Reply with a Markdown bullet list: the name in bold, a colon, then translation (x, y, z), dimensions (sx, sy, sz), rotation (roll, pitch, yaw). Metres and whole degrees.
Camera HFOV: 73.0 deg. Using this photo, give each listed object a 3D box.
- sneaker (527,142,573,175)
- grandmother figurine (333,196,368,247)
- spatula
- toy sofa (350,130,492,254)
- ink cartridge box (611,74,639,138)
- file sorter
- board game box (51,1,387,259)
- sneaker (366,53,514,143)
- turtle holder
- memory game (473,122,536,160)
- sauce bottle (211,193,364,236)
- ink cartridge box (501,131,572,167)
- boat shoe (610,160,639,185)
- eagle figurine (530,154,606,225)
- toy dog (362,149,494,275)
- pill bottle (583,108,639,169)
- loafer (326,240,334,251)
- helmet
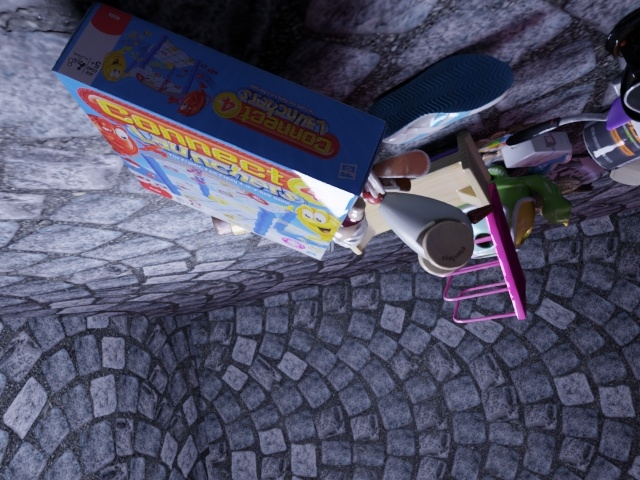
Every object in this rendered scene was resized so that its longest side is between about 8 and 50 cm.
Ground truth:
- **sneaker**: translation (0.592, -0.222, 1.145), dimensions (0.073, 0.063, 0.162), rotation (11, 168, -1)
- **grandmother figurine**: translation (0.002, -0.088, 0.771), dimensions (0.104, 0.208, 0.342), rotation (-38, 144, 1)
- **spatula**: translation (0.493, -0.233, 0.841), dimensions (0.030, 0.084, 0.296), rotation (35, 159, -27)
- **toy sofa**: translation (0.199, -0.120, 1.018), dimensions (0.362, 0.177, 0.150), rotation (-19, 135, 30)
- **ink cartridge box**: translation (0.676, -0.249, 0.770), dimensions (0.206, 0.208, 0.045), rotation (-24, -159, 42)
- **file sorter**: translation (0.389, 0.036, 1.100), dimensions (0.182, 0.291, 0.202), rotation (-16, -166, 29)
- **board game box**: translation (-0.106, -0.099, 0.545), dimensions (0.308, 0.086, 0.302), rotation (22, 165, -1)
- **sneaker**: translation (0.186, -0.218, 0.682), dimensions (0.228, 0.087, 0.092), rotation (-12, 177, 37)
- **turtle holder**: translation (0.520, -0.076, 1.252), dimensions (0.320, 0.227, 0.243), rotation (-9, 169, 11)
- **memory game**: translation (0.426, -0.227, 1.024), dimensions (0.186, 0.012, 0.186), rotation (-12, 168, -3)
- **sauce bottle**: translation (-0.061, -0.093, 0.928), dimensions (0.344, 0.111, 0.111), rotation (-13, 168, -3)
- **ink cartridge box**: translation (0.504, -0.212, 1.014), dimensions (0.122, 0.052, 0.088), rotation (-6, 167, -23)
- **boat shoe**: translation (0.912, -0.249, 1.213), dimensions (0.116, 0.097, 0.324), rotation (27, 180, 24)
- **eagle figurine**: translation (0.728, -0.144, 1.389), dimensions (0.298, 0.225, 0.226), rotation (-50, -156, 7)
- **toy dog**: translation (0.181, -0.085, 0.793), dimensions (0.161, 0.334, 0.220), rotation (-43, -167, -1)
- **pill bottle**: translation (0.699, -0.254, 0.895), dimensions (0.130, 0.130, 0.245), rotation (-6, 166, -27)
- **loafer**: translation (0.000, 0.000, 1.455), dimensions (0.084, 0.096, 0.267), rotation (-6, 170, -2)
- **helmet**: translation (0.516, -0.256, 0.630), dimensions (0.161, 0.169, 0.169), rotation (16, 154, -31)
